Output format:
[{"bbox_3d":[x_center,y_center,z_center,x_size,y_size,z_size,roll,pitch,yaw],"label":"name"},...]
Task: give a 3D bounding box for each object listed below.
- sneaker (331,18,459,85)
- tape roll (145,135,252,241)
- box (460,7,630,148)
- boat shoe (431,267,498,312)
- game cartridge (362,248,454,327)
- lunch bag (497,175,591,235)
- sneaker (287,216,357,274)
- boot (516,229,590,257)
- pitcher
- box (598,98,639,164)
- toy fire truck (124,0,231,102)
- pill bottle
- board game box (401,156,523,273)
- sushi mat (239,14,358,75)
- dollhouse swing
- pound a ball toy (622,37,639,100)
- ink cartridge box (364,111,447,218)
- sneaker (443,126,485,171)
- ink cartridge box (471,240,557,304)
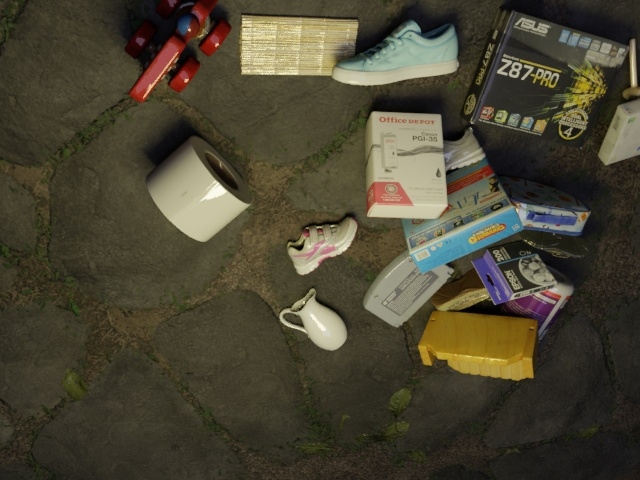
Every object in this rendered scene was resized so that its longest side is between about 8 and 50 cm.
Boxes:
[{"bbox_3d":[0.199,-0.513,1.505,0.366,0.135,0.150,-14,119,-16],"label":"sneaker"},{"bbox_3d":[-0.330,-0.141,1.537,0.169,0.246,0.246,-38,118,12],"label":"tape roll"},{"bbox_3d":[0.646,-0.461,1.632,0.395,0.097,0.318,10,113,-15],"label":"box"},{"bbox_3d":[0.532,0.173,1.961,0.285,0.104,0.089,-24,130,16],"label":"boat shoe"},{"bbox_3d":[0.292,0.153,1.925,0.196,0.060,0.294,34,107,-28],"label":"game cartridge"},{"bbox_3d":[0.661,-0.103,1.745,0.304,0.243,0.114,5,117,-14],"label":"lunch bag"},{"bbox_3d":[0.000,0.000,1.757,0.252,0.103,0.111,-36,120,9],"label":"sneaker"},{"bbox_3d":[0.760,0.002,1.879,0.237,0.178,0.085,21,90,12],"label":"boot"},{"bbox_3d":[-0.023,0.285,1.910,0.178,0.125,0.207,-30,111,30],"label":"pitcher"},{"bbox_3d":[1.047,-0.367,1.727,0.322,0.058,0.232,-16,148,0],"label":"box"},{"bbox_3d":[-0.342,-0.476,1.344,0.169,0.253,0.302,37,106,-26],"label":"toy fire truck"},{"bbox_3d":[0.737,0.245,1.985,0.182,0.181,0.322,16,114,-18],"label":"pill bottle"},{"bbox_3d":[0.394,-0.081,1.645,0.308,0.301,0.086,-25,121,16],"label":"board game box"},{"bbox_3d":[-0.059,-0.522,1.509,0.317,0.019,0.151,-2,120,-10],"label":"sushi mat"},{"bbox_3d":[0.542,0.419,1.889,0.347,0.315,0.304,2,117,25],"label":"dollhouse swing"},{"bbox_3d":[1.013,-0.569,1.619,0.208,0.135,0.319,-15,119,-3],"label":"pound a ball toy"},{"bbox_3d":[0.234,-0.212,1.575,0.208,0.117,0.282,1,73,-5],"label":"ink cartridge box"},{"bbox_3d":[0.350,-0.255,1.705,0.282,0.105,0.115,-21,97,-1],"label":"sneaker"},{"bbox_3d":[0.641,0.102,1.873,0.209,0.206,0.045,-16,136,-1],"label":"ink cartridge box"}]
